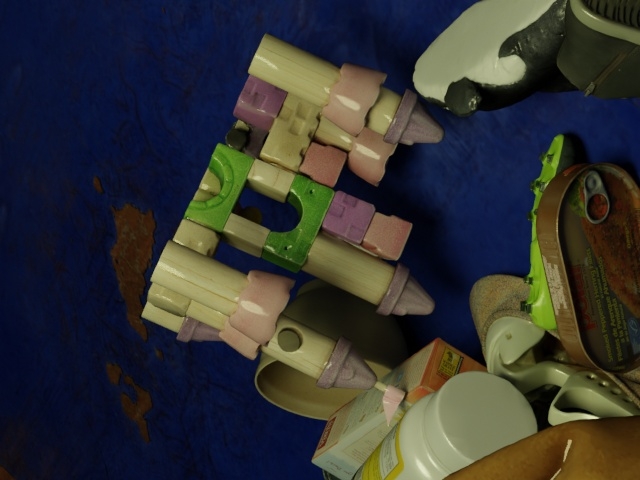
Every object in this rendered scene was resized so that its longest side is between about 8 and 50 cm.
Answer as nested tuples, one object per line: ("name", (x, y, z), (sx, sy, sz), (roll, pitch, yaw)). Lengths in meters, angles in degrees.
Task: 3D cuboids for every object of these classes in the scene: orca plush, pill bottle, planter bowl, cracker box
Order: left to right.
("planter bowl", (0.019, 0.106, 1.928), (0.162, 0.162, 0.109), (-41, 35, 53))
("cracker box", (0.115, 0.199, 1.862), (0.156, 0.067, 0.232), (32, 144, -13))
("pill bottle", (0.112, 0.212, 1.718), (0.119, 0.119, 0.208), (54, 144, 16))
("orca plush", (0.199, -0.177, 1.618), (0.287, 0.102, 0.151), (-42, 30, 42))

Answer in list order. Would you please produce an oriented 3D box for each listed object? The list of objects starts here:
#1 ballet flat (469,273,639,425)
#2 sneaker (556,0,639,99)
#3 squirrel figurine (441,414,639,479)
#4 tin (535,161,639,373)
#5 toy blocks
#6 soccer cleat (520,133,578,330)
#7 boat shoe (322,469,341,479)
("ballet flat", (0.227, 0.127, 1.704), (0.316, 0.106, 0.107), (31, 131, 39))
("sneaker", (0.298, -0.142, 1.473), (0.222, 0.083, 0.118), (24, 157, 8))
("squirrel figurine", (0.341, 0.314, 1.440), (0.281, 0.397, 0.370), (53, -168, -47))
("tin", (0.243, 0.024, 1.626), (0.040, 0.106, 0.189), (4, 112, 51))
("toy blocks", (0.000, 0.000, 1.800), (0.260, 0.288, 0.309), (24, 164, -3))
("soccer cleat", (0.224, -0.007, 1.680), (0.060, 0.072, 0.179), (-123, 37, -80))
("boat shoe", (0.079, 0.328, 2.027), (0.254, 0.079, 0.095), (51, 142, 20))
